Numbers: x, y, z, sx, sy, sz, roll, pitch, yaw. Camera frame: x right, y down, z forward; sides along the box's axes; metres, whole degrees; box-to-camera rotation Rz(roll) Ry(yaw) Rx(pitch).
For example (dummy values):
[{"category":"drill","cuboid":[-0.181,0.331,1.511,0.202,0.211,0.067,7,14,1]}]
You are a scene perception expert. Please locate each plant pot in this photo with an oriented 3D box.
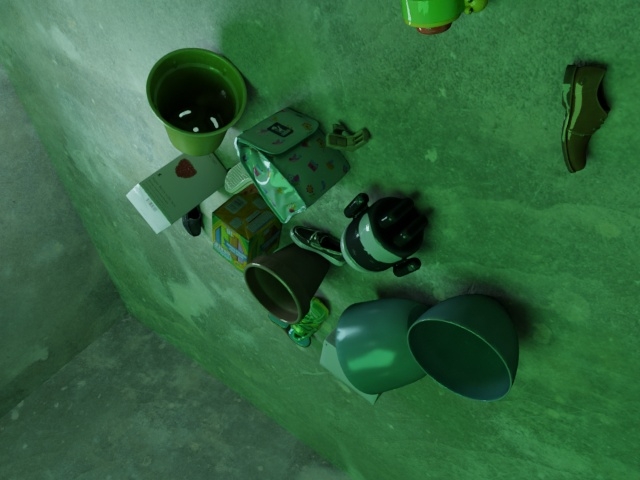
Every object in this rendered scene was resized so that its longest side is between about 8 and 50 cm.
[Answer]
[{"category":"plant pot","cuboid":[-0.095,0.114,1.883,0.263,0.229,0.263,30,146,24]},{"category":"plant pot","cuboid":[-0.370,-0.384,1.656,0.276,0.276,0.254,45,160,2]},{"category":"plant pot","cuboid":[0.230,0.306,1.686,0.235,0.293,0.293,-24,107,41]},{"category":"plant pot","cuboid":[0.407,0.257,1.480,0.290,0.195,0.290,27,142,24]}]

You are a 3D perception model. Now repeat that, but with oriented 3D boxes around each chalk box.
[{"category":"chalk box","cuboid":[-0.267,-0.013,1.992,0.179,0.180,0.289,36,148,16]}]

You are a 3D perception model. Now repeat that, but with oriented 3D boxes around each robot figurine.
[{"category":"robot figurine","cuboid":[0.168,-0.014,1.493,0.278,0.173,0.209,140,130,-58]}]

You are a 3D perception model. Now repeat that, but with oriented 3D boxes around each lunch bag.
[{"category":"lunch bag","cuboid":[-0.084,-0.221,1.501,0.262,0.223,0.160,53,142,-7]}]

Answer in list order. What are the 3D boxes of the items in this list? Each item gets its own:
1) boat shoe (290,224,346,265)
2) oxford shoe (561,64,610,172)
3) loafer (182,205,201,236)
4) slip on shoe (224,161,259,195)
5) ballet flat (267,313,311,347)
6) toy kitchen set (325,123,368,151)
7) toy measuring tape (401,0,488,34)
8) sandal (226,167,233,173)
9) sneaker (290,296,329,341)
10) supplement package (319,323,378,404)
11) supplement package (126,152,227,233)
[{"category":"boat shoe","cuboid":[0.000,0.000,1.797,0.219,0.078,0.070,27,145,14]},{"category":"oxford shoe","cuboid":[0.479,-0.212,0.999,0.076,0.076,0.212,9,134,30]},{"category":"loafer","cuboid":[-0.535,-0.099,2.304,0.078,0.076,0.223,33,143,34]},{"category":"slip on shoe","cuboid":[-0.177,-0.218,1.742,0.101,0.123,0.331,14,157,-39]},{"category":"ballet flat","cuboid":[-0.125,0.374,2.378,0.232,0.080,0.073,40,176,15]},{"category":"toy kitchen set","cuboid":[0.066,-0.277,1.416,0.075,0.083,0.068,-23,66,56]},{"category":"toy measuring tape","cuboid":[0.157,-0.462,1.054,0.330,0.121,0.121,22,141,34]},{"category":"sandal","cuboid":[-0.292,-0.212,1.938,0.067,0.040,0.179,46,163,11]},{"category":"sneaker","cuboid":[-0.047,0.314,2.150,0.109,0.123,0.296,36,146,16]},{"category":"supplement package","cuboid":[0.147,0.442,2.047,0.261,0.145,0.204,35,146,19]},{"category":"supplement package","cuboid":[-0.497,-0.189,1.952,0.178,0.293,0.175,53,148,-12]}]
